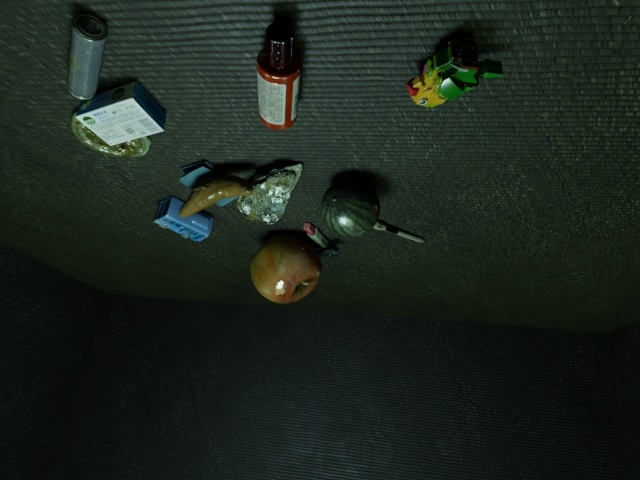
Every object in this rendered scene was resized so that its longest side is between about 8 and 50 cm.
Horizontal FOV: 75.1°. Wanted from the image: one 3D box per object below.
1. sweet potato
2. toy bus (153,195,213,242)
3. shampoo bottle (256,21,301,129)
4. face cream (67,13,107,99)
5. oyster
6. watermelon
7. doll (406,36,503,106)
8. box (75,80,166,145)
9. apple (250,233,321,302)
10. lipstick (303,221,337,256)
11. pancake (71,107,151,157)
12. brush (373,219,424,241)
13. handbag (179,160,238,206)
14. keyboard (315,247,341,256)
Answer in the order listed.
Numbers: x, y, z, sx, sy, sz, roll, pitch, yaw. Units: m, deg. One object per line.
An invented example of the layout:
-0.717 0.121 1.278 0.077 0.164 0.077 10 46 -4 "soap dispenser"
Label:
-0.391 -0.173 1.494 0.342 0.113 0.092 -15 173 25 "sweet potato"
-0.595 -0.090 1.843 0.134 0.115 0.234 -18 145 39 "toy bus"
-0.100 -0.392 1.005 0.105 0.104 0.278 8 157 -3 "shampoo bottle"
-0.597 -0.447 1.056 0.073 0.073 0.284 19 154 -27 "face cream"
-0.180 -0.170 1.513 0.163 0.157 0.351 24 140 -30 "oyster"
0.105 -0.116 1.472 0.213 0.211 0.212 6 157 3 "watermelon"
0.290 -0.370 0.945 0.135 0.106 0.186 11 159 -37 "doll"
-0.574 -0.362 1.208 0.195 0.073 0.139 -11 152 15 "box"
-0.168 0.126 1.992 0.339 0.305 0.338 -32 153 -19 "apple"
0.000 0.000 1.966 0.052 0.051 0.312 2 157 27 "lipstick"
-0.690 -0.346 1.368 0.254 0.037 0.253 3 156 2 "pancake"
0.344 -0.033 1.810 0.300 0.038 0.042 17 154 -26 "brush"
-0.404 -0.218 1.576 0.144 0.057 0.221 -17 147 30 "handbag"
0.019 0.061 2.025 0.064 0.010 0.198 26 159 -30 "keyboard"
